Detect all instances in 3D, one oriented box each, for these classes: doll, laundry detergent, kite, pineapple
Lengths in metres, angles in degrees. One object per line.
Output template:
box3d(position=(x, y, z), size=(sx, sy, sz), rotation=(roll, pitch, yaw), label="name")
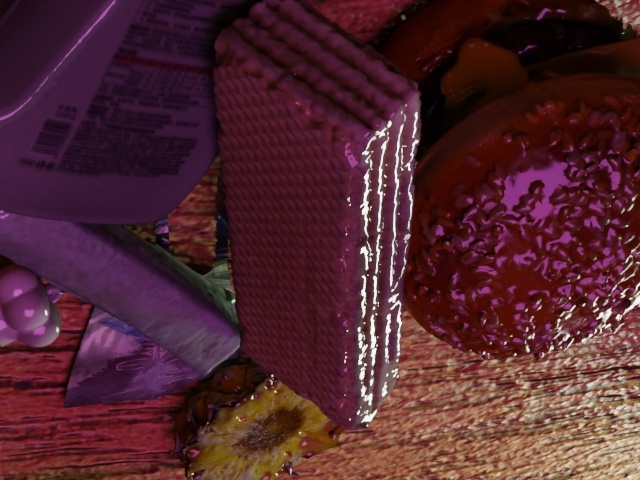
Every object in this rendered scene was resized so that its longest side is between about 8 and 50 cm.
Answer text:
box3d(position=(-0.284, 0.074, 1.352), size=(0.162, 0.062, 0.106), rotation=(-23, 146, -3), label="doll")
box3d(position=(-0.121, -0.193, 1.090), size=(0.264, 0.125, 0.398), rotation=(7, 130, -37), label="laundry detergent")
box3d(position=(-0.126, 0.038, 1.441), size=(0.169, 0.015, 0.310), rotation=(-8, 139, -24), label="kite")
box3d(position=(-0.051, 0.168, 1.603), size=(0.221, 0.047, 0.221), rotation=(-19, 146, -14), label="pineapple")

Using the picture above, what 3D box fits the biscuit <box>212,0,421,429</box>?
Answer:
box3d(position=(0.000, 0.000, 1.234), size=(0.078, 0.144, 0.426), rotation=(-43, 158, -23), label="biscuit")

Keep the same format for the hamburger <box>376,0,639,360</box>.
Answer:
box3d(position=(0.167, -0.050, 1.333), size=(0.291, 0.225, 0.291), rotation=(-15, 137, -14), label="hamburger")

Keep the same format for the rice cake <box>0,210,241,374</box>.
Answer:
box3d(position=(-0.169, 0.019, 1.325), size=(0.066, 0.063, 0.336), rotation=(-39, 142, 10), label="rice cake")
